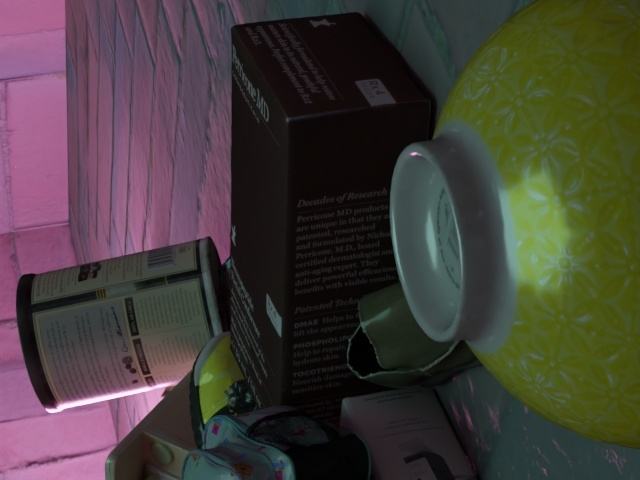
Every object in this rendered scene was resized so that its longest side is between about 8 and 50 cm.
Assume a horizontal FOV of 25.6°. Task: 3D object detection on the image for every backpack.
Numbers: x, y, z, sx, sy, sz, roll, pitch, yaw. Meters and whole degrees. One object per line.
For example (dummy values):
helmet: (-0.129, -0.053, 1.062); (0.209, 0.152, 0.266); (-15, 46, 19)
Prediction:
backpack: (-0.044, 0.232, 1.238); (0.188, 0.144, 0.166); (-154, 58, -66)

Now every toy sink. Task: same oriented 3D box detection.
toy sink: (-0.162, 0.294, 1.859); (0.131, 0.234, 0.153); (20, 128, 22)

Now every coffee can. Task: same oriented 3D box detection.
coffee can: (-0.270, 0.119, 2.004); (0.201, 0.275, 0.202); (-12, -90, -88)

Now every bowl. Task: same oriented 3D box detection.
bowl: (0.132, -0.009, 0.817); (0.289, 0.156, 0.290); (172, 90, -74)

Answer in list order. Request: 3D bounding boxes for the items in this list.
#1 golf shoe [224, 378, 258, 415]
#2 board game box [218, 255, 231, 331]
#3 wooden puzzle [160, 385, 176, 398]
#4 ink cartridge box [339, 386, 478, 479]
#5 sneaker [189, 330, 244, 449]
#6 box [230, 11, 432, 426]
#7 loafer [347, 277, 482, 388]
golf shoe: (-0.016, 0.194, 1.536); (0.273, 0.120, 0.105); (-169, 76, -70)
board game box: (-0.093, 0.082, 1.886); (0.201, 0.035, 0.136); (134, 126, -71)
wooden puzzle: (-0.304, 0.185, 2.675); (0.221, 0.044, 0.239); (160, 102, -74)
ink cartridge box: (0.086, 0.261, 1.241); (0.218, 0.092, 0.159); (-113, 22, -46)
sneaker: (-0.050, 0.277, 1.714); (0.147, 0.145, 0.385); (-46, 55, 45)
box: (0.000, 0.000, 1.328); (0.191, 0.143, 0.381); (-120, 28, -53)
loafer: (0.080, 0.074, 1.166); (0.251, 0.087, 0.094); (116, 143, -64)
